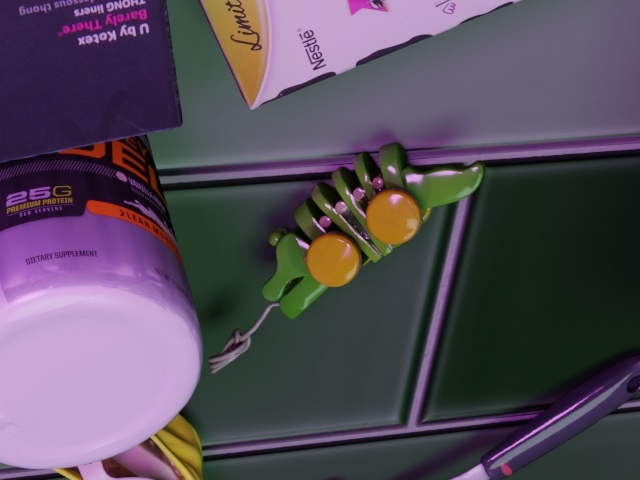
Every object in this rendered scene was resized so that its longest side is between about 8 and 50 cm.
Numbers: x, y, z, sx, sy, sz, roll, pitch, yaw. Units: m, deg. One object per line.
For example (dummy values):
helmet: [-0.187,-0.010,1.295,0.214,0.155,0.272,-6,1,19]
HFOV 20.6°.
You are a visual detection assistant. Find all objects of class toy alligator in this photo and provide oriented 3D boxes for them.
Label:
toy alligator: [0.000,0.000,0.936,0.190,0.056,0.051,-35,92,17]

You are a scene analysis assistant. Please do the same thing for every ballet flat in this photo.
ballet flat: [-0.139,0.094,0.954,0.077,0.077,0.231,-35,134,16]

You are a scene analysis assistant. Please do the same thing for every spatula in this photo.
spatula: [0.083,0.151,1.122,0.296,0.030,0.084,-29,136,8]

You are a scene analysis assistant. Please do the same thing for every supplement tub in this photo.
supplement tub: [-0.125,-0.004,0.784,0.117,0.190,0.117,-11,136,-11]

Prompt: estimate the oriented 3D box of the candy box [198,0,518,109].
candy box: [0.045,-0.172,0.766,0.233,0.071,0.159,-22,136,3]

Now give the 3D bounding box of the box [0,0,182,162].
box: [-0.144,-0.175,0.629,0.143,0.165,0.270,-12,135,-9]
